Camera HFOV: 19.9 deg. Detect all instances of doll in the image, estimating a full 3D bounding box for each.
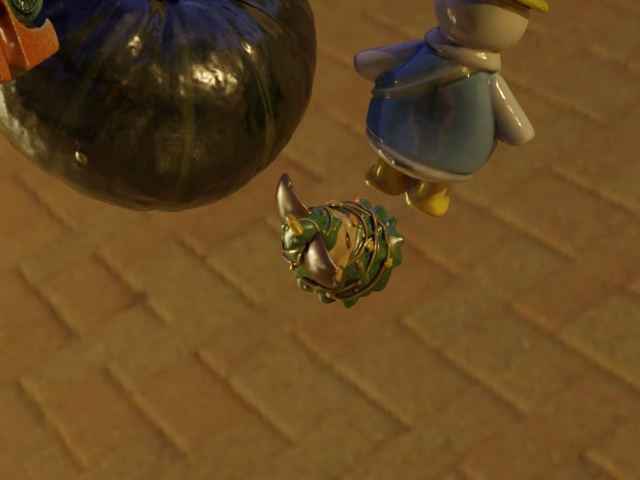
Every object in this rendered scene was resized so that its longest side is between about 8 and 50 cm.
[{"bbox_3d":[-0.006,0.006,1.199,0.076,0.078,0.113,-39,-23,28],"label":"doll"},{"bbox_3d":[0.108,-0.136,1.424,0.099,0.241,0.135,7,23,-46],"label":"doll"}]

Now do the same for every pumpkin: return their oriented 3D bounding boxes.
[{"bbox_3d":[-0.153,-0.161,1.520,0.300,0.300,0.207,-43,-10,-37],"label":"pumpkin"}]

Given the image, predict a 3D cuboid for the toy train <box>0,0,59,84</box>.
[{"bbox_3d":[-0.226,-0.174,1.072,0.072,0.188,0.099,-5,24,31],"label":"toy train"}]
